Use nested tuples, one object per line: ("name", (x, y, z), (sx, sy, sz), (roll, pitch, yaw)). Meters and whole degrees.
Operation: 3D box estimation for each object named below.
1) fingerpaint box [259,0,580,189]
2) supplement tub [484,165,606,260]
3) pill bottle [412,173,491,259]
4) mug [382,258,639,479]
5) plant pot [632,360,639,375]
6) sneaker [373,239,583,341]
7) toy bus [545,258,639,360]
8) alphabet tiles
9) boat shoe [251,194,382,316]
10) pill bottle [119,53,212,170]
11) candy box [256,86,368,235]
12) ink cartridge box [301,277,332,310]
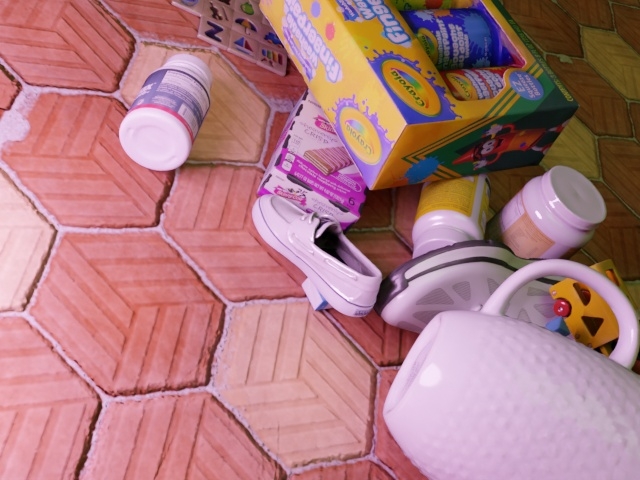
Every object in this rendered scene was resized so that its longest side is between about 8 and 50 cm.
("fingerpaint box", (0.161, -0.321, 1.705), (0.371, 0.163, 0.444), (-10, 56, -31))
("supplement tub", (0.379, -0.021, 1.720), (0.144, 0.199, 0.144), (21, 45, -22))
("pill bottle", (0.218, -0.032, 1.672), (0.119, 0.119, 0.208), (31, 42, -11))
("mug", (0.289, 0.205, 1.353), (0.328, 0.276, 0.374), (29, 85, -1))
("plant pot", (0.684, 0.217, 1.707), (0.291, 0.291, 0.203), (-18, 84, -44))
("sneaker", (0.295, 0.152, 1.529), (0.448, 0.169, 0.257), (5, 50, -37))
("toy bus", (0.443, 0.128, 1.524), (0.202, 0.104, 0.190), (35, 41, -24))
("alphabet tiles", (-0.133, -0.448, 1.857), (0.285, 0.011, 0.342), (21, 45, -20))
("boat shoe", (0.000, 0.000, 1.475), (0.258, 0.084, 0.095), (42, 36, 25))
("pill bottle", (-0.224, -0.198, 1.497), (0.108, 0.108, 0.180), (29, 42, -13))
("candy box", (0.005, -0.130, 1.635), (0.159, 0.071, 0.233), (29, 42, -11))
("ink cartridge box", (0.020, 0.074, 1.499), (0.083, 0.028, 0.048), (-5, 58, -39))
